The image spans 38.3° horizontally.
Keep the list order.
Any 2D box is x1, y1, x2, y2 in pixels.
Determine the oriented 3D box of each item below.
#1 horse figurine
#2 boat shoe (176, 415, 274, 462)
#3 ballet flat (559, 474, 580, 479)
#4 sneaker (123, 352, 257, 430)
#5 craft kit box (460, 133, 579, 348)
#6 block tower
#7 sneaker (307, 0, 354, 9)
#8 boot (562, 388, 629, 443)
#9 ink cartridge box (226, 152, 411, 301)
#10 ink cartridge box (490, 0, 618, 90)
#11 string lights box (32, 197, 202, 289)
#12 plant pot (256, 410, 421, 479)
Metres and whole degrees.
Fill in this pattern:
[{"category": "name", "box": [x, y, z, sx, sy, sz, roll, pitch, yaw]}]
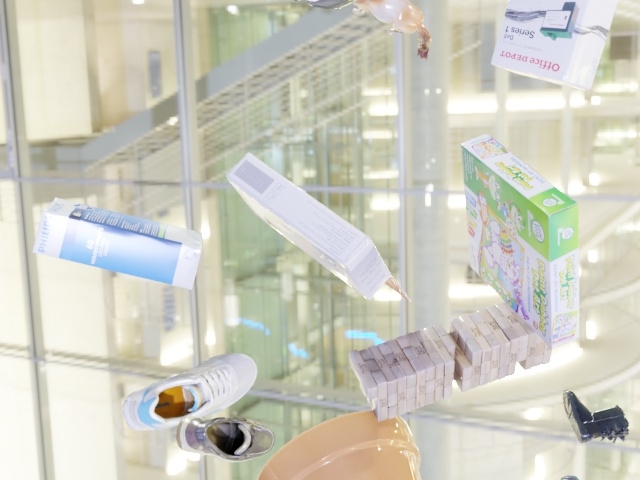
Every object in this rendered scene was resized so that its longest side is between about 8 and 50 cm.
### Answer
[{"category": "horse figurine", "box": [0.129, -0.460, 1.852, 0.263, 0.066, 0.174, 30, -179, -10]}, {"category": "boat shoe", "box": [-0.102, 0.236, 1.088, 0.049, 0.056, 0.152, -2, 168, 39]}, {"category": "ballet flat", "box": [0.550, 0.569, 1.868, 0.074, 0.074, 0.203, -12, -129, -45]}, {"category": "sneaker", "box": [-0.185, 0.237, 1.429, 0.228, 0.087, 0.092, -21, -178, -37]}, {"category": "craft kit box", "box": [0.305, -0.002, 1.412, 0.061, 0.250, 0.246, -22, -144, -15]}, {"category": "block tower", "box": [0.218, 0.196, 1.533, 0.335, 0.097, 0.091, -15, -141, -14]}, {"category": "sneaker", "box": [-0.044, -0.281, 0.726, 0.106, 0.234, 0.078, -37, -157, 39]}, {"category": "boot", "box": [0.531, 0.335, 1.774, 0.099, 0.045, 0.121, -9, -131, -6]}, {"category": "ink cartridge box", "box": [0.000, 0.000, 1.580, 0.296, 0.066, 0.261, 37, 171, 33]}, {"category": "ink cartridge box", "box": [0.399, -0.378, 1.549, 0.092, 0.219, 0.160, 2, -163, -45]}, {"category": "string lights box", "box": [-0.331, 0.002, 1.538, 0.259, 0.077, 0.133, 14, -170, -9]}, {"category": "plant pot", "box": [0.061, 0.454, 1.542, 0.290, 0.291, 0.203, -7, -135, -26]}]
